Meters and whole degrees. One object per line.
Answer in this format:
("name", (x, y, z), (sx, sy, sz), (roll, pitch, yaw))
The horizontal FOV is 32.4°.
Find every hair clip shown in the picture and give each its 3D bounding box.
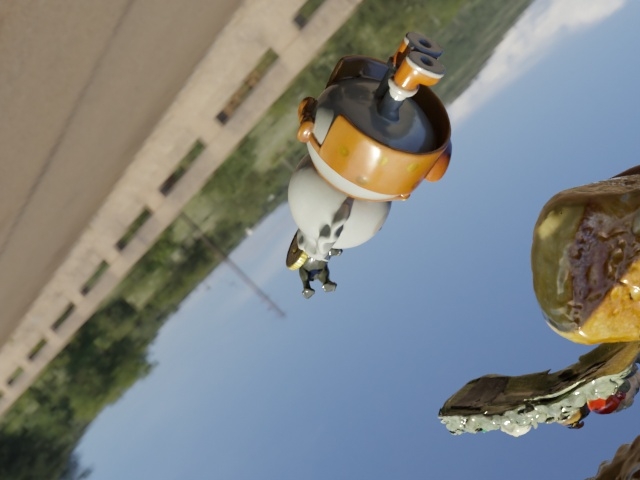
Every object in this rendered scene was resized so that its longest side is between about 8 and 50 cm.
("hair clip", (0.305, 0.213, 1.472), (0.321, 0.091, 0.138), (-26, -170, 48))

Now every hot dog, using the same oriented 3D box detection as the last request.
("hot dog", (0.446, 0.001, 1.312), (0.405, 0.185, 0.223), (-6, -168, 5))

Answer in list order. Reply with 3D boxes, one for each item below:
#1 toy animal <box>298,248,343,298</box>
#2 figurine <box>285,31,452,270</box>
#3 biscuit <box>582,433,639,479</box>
("toy animal", (0.000, 0.000, 1.331), (0.065, 0.047, 0.136), (-102, -164, -55))
("figurine", (0.027, -0.073, 1.015), (0.271, 0.143, 0.143), (-41, -174, 32))
("biscuit", (0.379, 0.342, 1.351), (0.325, 0.107, 0.326), (-43, 178, -2))
